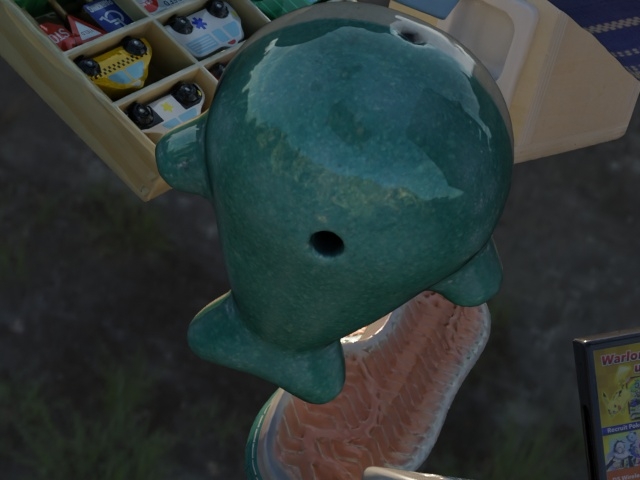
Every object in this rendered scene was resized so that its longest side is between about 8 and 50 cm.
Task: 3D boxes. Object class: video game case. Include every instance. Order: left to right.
[{"bbox_3d":[0.388,0.196,1.739,0.274,0.248,0.035,-9,7,-15],"label":"video game case"}]

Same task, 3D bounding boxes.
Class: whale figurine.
[{"bbox_3d":[0.000,0.000,1.020,0.216,0.272,0.141,23,36,-4],"label":"whale figurine"}]

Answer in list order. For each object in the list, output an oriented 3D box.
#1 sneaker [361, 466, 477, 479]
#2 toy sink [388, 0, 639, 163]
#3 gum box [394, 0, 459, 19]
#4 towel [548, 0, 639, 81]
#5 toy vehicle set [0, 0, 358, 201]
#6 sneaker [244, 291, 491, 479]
[{"bbox_3d":[0.082,0.203,1.041,0.079,0.121,0.217,11,-3,-30],"label":"sneaker"},{"bbox_3d":[0.139,-0.155,1.402,0.152,0.131,0.234,32,29,33],"label":"toy sink"},{"bbox_3d":[-0.032,-0.156,0.646,0.157,0.041,0.184,46,18,22],"label":"gum box"},{"bbox_3d":[0.264,-0.032,0.857,0.336,0.040,0.243,42,-13,-19],"label":"towel"},{"bbox_3d":[-0.082,-0.138,1.196,0.166,0.035,0.267,44,41,11],"label":"toy vehicle set"},{"bbox_3d":[0.020,0.122,1.267,0.108,0.121,0.302,49,35,1],"label":"sneaker"}]
